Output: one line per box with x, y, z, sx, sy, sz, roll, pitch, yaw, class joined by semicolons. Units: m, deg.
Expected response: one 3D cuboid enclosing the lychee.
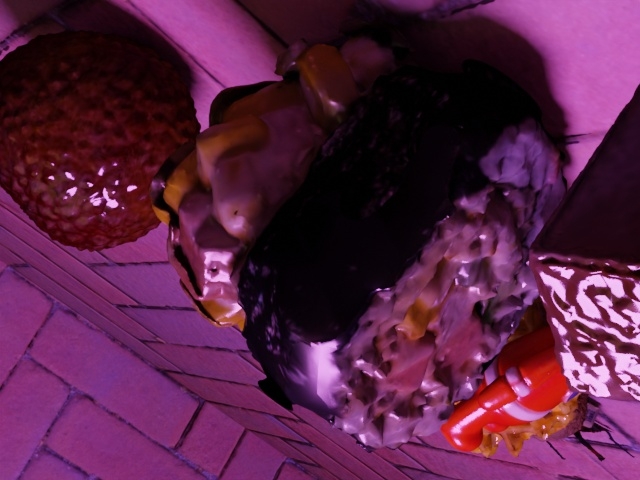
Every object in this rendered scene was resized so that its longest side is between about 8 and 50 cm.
-0.260;-0.121;1.214;0.261;0.260;0.260;26;160;10;lychee

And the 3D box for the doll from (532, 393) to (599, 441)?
0.302;0.207;1.431;0.105;0.115;0.221;5;157;29;doll

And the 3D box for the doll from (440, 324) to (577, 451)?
0.268;0.105;1.063;0.336;0.200;0.105;-41;73;30;doll

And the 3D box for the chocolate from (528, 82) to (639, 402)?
0.230;-0.058;0.591;0.112;0.321;0.112;6;136;47;chocolate

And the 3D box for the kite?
0.351;0.262;1.525;0.183;0.010;0.160;8;-155;-37;kite

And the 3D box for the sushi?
0.037;-0.008;0.991;0.285;0.328;0.329;33;179;34;sushi

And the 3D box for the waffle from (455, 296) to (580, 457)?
0.174;0.122;1.289;0.312;0.060;0.307;44;137;7;waffle
